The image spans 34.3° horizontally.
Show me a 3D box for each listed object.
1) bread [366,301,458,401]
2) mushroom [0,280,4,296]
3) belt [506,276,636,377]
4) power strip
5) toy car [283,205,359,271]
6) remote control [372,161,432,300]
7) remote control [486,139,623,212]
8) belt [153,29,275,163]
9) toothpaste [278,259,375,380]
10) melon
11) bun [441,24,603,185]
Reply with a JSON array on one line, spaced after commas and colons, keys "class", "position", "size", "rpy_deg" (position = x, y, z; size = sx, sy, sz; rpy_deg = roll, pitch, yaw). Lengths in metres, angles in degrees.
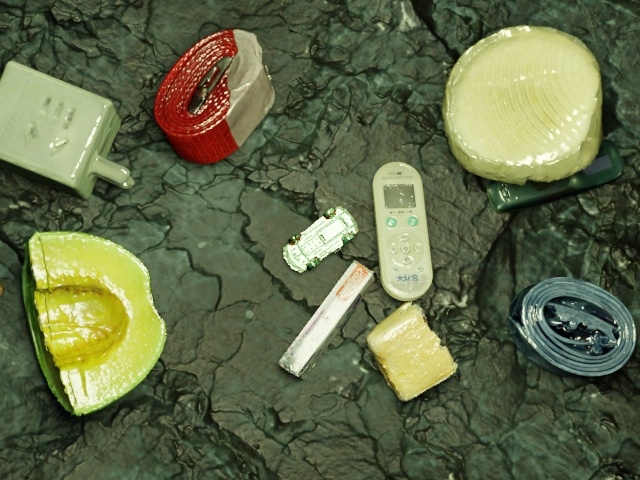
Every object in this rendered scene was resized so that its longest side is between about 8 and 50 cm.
[{"class": "bread", "position": [0.131, 0.164, 1.559], "size": [0.106, 0.082, 0.125], "rpy_deg": [-31, 96, 2]}, {"class": "mushroom", "position": [-0.575, 0.060, 1.500], "size": [0.217, 0.148, 0.227], "rpy_deg": [-13, 93, -25]}, {"class": "belt", "position": [0.380, 0.132, 1.582], "size": [0.190, 0.082, 0.141], "rpy_deg": [25, 76, -3]}, {"class": "power strip", "position": [-0.371, -0.148, 1.522], "size": [0.224, 0.139, 0.140], "rpy_deg": [21, 81, -2]}, {"class": "toy car", "position": [0.000, 0.000, 1.590], "size": [0.122, 0.035, 0.059], "rpy_deg": [-37, 87, 0]}, {"class": "remote control", "position": [0.123, -0.014, 1.581], "size": [0.078, 0.042, 0.222], "rpy_deg": [-3, 69, -4]}, {"class": "remote control", "position": [0.369, -0.100, 1.631], "size": [0.221, 0.042, 0.072], "rpy_deg": [-18, 83, -7]}, {"class": "belt", "position": [-0.155, -0.211, 1.561], "size": [0.128, 0.124, 0.201], "rpy_deg": [32, 75, 19]}, {"class": "toothpaste", "position": [0.012, 0.122, 1.572], "size": [0.040, 0.047, 0.196], "rpy_deg": [34, 81, 15]}, {"class": "melon", "position": [-0.328, 0.116, 1.510], "size": [0.169, 0.129, 0.265], "rpy_deg": [-12, 80, -29]}, {"class": "bun", "position": [0.309, -0.195, 1.580], "size": [0.259, 0.152, 0.260], "rpy_deg": [-5, 72, 16]}]
